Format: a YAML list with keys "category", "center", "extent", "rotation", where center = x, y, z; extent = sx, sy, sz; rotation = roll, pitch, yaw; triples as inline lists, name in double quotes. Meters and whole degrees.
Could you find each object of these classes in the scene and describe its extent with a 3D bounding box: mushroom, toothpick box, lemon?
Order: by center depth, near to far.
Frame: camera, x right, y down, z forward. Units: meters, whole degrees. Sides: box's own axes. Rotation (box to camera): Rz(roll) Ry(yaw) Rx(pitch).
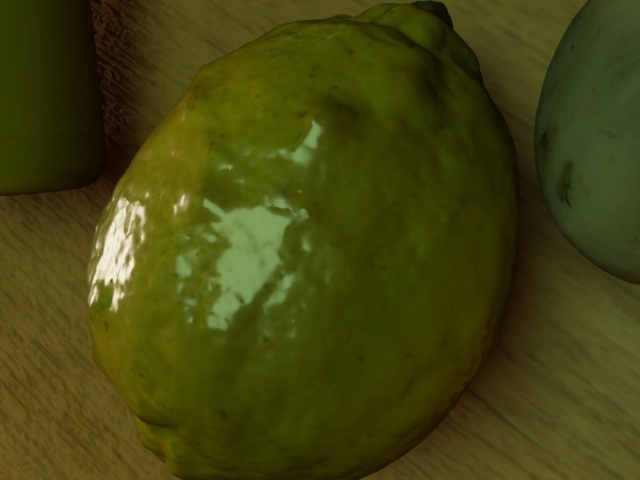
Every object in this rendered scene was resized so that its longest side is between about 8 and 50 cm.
- category: "mushroom"
  center: [0.245, -0.071, 0.621]
  extent: [0.215, 0.207, 0.207]
  rotation: [7, 88, -9]
- category: "lemon"
  center: [-0.003, 0.007, 0.667]
  extent: [0.316, 0.285, 0.285]
  rotation: [-30, 73, 1]
- category: "toothpick box"
  center: [-0.270, -0.176, 0.822]
  extent: [0.175, 0.175, 0.272]
  rotation: [1, 98, 24]
